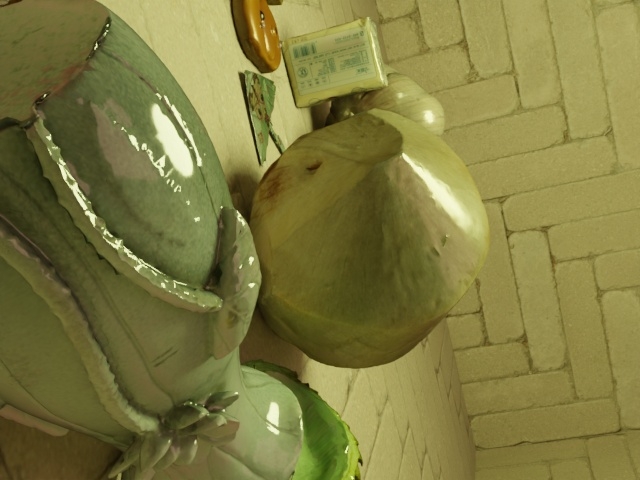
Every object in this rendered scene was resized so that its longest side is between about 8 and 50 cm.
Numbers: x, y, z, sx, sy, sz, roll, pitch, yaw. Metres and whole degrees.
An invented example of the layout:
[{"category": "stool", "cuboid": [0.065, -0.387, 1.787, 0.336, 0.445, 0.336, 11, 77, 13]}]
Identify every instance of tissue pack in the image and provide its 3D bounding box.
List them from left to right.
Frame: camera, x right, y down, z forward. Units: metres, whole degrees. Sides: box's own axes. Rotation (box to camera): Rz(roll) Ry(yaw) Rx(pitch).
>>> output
[{"category": "tissue pack", "cuboid": [0.033, -0.374, 1.589, 0.092, 0.196, 0.148, -42, 120, -73]}]

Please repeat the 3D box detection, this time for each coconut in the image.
[{"category": "coconut", "cuboid": [0.059, -0.014, 1.151, 0.415, 0.345, 0.415, 170, -90, -77]}]

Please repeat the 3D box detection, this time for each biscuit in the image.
[{"category": "biscuit", "cuboid": [-0.108, -0.397, 1.373, 0.170, 0.050, 0.170, -11, 90, -76]}]

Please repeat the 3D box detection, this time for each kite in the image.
[{"category": "kite", "cuboid": [-0.094, -0.211, 1.363, 0.250, 0.012, 0.229, 62, 26, -49]}]

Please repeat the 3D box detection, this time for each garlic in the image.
[{"category": "garlic", "cuboid": [0.139, -0.248, 1.734, 0.322, 0.241, 0.322, 53, -25, 38]}]

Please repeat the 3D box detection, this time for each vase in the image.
[{"category": "vase", "cuboid": [-0.151, 0.054, 0.569, 0.250, 0.250, 0.445, -86, 163, -45]}]

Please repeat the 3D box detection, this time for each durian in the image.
[{"category": "durian", "cuboid": [-0.059, 0.250, 0.898, 0.394, 0.163, 0.198, -7, 84, -69]}]

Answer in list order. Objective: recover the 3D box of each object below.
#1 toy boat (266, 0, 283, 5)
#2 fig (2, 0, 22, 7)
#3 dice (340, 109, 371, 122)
[{"category": "toy boat", "cuboid": [-0.076, -0.546, 1.530, 0.226, 0.088, 0.068, -86, 159, -48]}, {"category": "fig", "cuboid": [-0.260, -0.226, 0.668, 0.125, 0.089, 0.088, 96, -2, -47]}, {"category": "dice", "cuboid": [0.084, -0.140, 1.545, 0.193, 0.192, 0.194, 51, 23, -20]}]
